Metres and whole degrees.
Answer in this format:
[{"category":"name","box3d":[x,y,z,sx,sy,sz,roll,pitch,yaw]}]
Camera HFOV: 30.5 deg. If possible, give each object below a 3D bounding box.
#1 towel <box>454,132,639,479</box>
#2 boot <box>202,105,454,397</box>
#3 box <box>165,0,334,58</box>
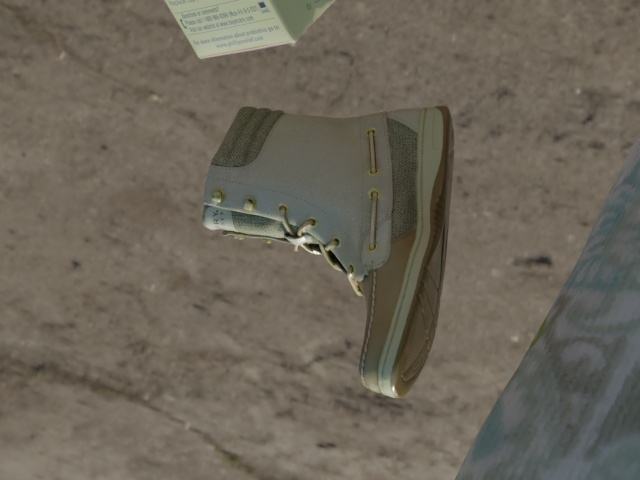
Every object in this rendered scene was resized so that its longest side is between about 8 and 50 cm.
[{"category":"towel","box3d":[0.211,0.113,0.545,0.090,0.320,0.374,-1,133,39]},{"category":"boot","box3d":[0.000,0.000,0.788,0.165,0.213,0.077,4,151,12]},{"category":"box","box3d":[-0.057,-0.304,0.912,0.117,0.213,0.243,1,131,45]}]
